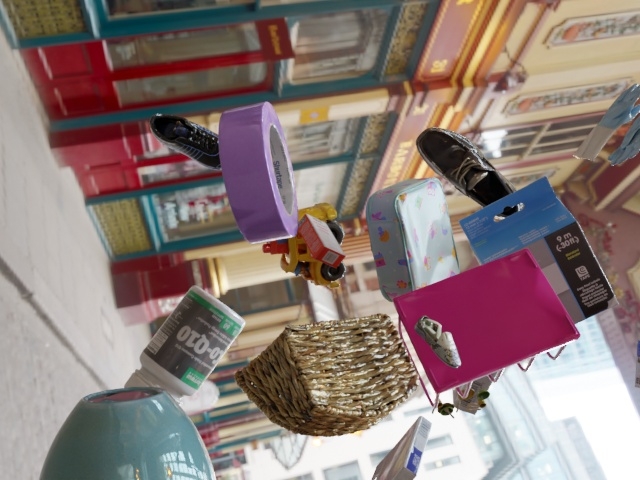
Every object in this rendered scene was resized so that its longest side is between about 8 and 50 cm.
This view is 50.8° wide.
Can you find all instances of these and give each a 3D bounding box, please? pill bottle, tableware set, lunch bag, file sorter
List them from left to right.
[{"bbox_3d":[-0.406,0.333,2.015,0.204,0.361,0.204,34,-11,7],"label":"pill bottle"},{"bbox_3d":[0.217,0.003,1.549,0.108,0.224,0.279,0,-71,41],"label":"lunch bag"},{"bbox_3d":[0.382,0.443,1.833,0.024,0.154,0.104,-103,-165,-52],"label":"tableware set"},{"bbox_3d":[0.318,0.187,1.350,0.182,0.291,0.202,79,-10,-60],"label":"file sorter"}]

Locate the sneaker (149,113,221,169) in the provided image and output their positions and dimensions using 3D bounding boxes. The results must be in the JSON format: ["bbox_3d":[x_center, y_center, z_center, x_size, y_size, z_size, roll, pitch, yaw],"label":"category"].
[{"bbox_3d":[-0.293,-0.231,1.579,0.090,0.232,0.081,85,25,-80],"label":"sneaker"}]

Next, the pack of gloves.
[{"bbox_3d":[0.725,-0.266,1.568,0.232,0.046,0.195,-54,-160,5],"label":"pack of gloves"}]

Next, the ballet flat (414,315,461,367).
[{"bbox_3d":[0.190,0.158,1.088,0.114,0.041,0.041,-133,-146,-51],"label":"ballet flat"}]

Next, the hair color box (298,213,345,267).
[{"bbox_3d":[0.000,0.000,1.613,0.043,0.072,0.141,-51,-143,19],"label":"hair color box"}]

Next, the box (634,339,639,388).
[{"bbox_3d":[0.804,0.312,1.641,0.081,0.028,0.136,167,-69,-77],"label":"box"}]

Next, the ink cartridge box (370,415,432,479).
[{"bbox_3d":[0.194,0.590,1.733,0.224,0.045,0.223,-57,176,28],"label":"ink cartridge box"}]

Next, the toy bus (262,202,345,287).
[{"bbox_3d":[-0.052,0.023,1.789,0.149,0.212,0.220,-142,-135,-66],"label":"toy bus"}]

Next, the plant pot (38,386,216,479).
[{"bbox_3d":[-0.316,0.348,1.099,0.290,0.290,0.195,171,-83,-78],"label":"plant pot"}]

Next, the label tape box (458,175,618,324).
[{"bbox_3d":[0.534,0.053,1.672,0.347,0.249,0.115,61,11,-8],"label":"label tape box"}]

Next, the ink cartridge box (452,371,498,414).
[{"bbox_3d":[0.568,0.398,2.427,0.385,0.091,0.308,-66,177,-72],"label":"ink cartridge box"}]

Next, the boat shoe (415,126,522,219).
[{"bbox_3d":[0.418,-0.187,1.849,0.132,0.355,0.130,-53,-176,10],"label":"boat shoe"}]

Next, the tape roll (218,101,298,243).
[{"bbox_3d":[-0.119,-0.133,1.351,0.275,0.090,0.274,-11,90,-82],"label":"tape roll"}]

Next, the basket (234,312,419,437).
[{"bbox_3d":[0.020,0.296,1.361,0.223,0.299,0.213,-46,-122,39],"label":"basket"}]
